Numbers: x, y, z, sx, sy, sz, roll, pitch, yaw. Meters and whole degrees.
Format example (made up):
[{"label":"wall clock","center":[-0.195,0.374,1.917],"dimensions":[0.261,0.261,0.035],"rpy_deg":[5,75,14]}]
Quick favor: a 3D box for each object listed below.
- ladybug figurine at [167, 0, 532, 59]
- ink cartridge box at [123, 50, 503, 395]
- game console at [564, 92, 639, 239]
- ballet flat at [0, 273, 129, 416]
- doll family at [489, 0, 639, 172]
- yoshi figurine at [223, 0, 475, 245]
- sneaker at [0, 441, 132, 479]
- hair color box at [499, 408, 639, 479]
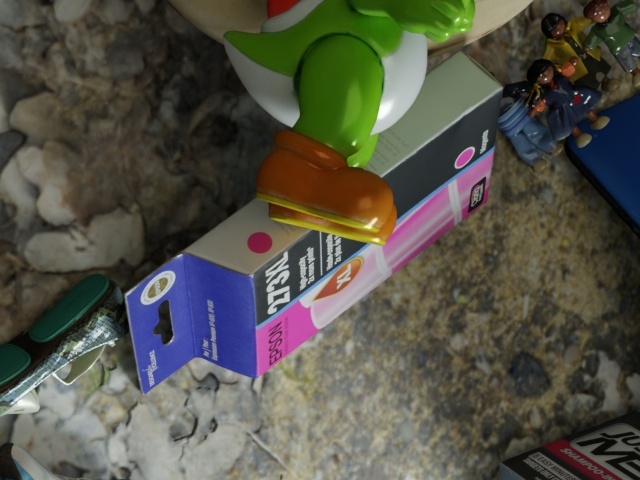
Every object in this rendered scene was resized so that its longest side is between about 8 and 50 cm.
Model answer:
[{"label":"ladybug figurine","center":[0.024,-0.298,1.512],"dimensions":[0.449,0.162,0.305],"rpy_deg":[-14,99,-26]},{"label":"ink cartridge box","center":[0.000,0.000,1.513],"dimensions":[0.371,0.176,0.069],"rpy_deg":[-35,64,-20]},{"label":"game console","center":[0.406,-0.027,1.768],"dimensions":[0.293,0.173,0.250],"rpy_deg":[-25,61,-24]},{"label":"ballet flat","center":[-0.232,0.105,1.456],"dimensions":[0.188,0.070,0.070],"rpy_deg":[-36,107,-18]},{"label":"doll family","center":[0.223,-0.154,1.672],"dimensions":[0.193,0.076,0.111],"rpy_deg":[-50,116,-14]},{"label":"yoshi figurine","center":[0.074,-0.177,1.359],"dimensions":[0.203,0.203,0.362],"rpy_deg":[18,83,-44]},{"label":"sneaker","center":[-0.196,0.221,1.482],"dimensions":[0.083,0.071,0.191],"rpy_deg":[-53,121,-22]},{"label":"hair color box","center":[0.376,0.234,1.691],"dimensions":[0.374,0.185,0.114],"rpy_deg":[-16,115,-26]}]
